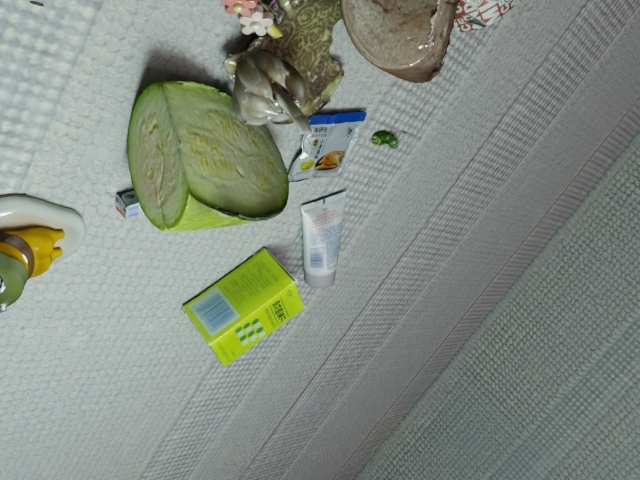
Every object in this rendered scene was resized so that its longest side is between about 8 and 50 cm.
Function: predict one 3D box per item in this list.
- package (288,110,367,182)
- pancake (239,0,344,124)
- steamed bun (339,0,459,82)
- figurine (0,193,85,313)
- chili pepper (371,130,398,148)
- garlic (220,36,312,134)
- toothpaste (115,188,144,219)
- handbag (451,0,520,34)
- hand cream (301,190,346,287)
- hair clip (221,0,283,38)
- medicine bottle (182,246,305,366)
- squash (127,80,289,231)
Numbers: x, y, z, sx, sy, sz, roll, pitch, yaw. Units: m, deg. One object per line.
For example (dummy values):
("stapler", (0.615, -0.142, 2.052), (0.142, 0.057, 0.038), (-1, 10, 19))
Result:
("package", (0.012, -0.202, 1.404), (0.171, 0.027, 0.173), (-13, 141, -40))
("pancake", (-0.029, -0.347, 1.185), (0.286, 0.033, 0.288), (-44, 149, -1))
("steamed bun", (0.135, -0.430, 1.096), (0.251, 0.199, 0.301), (-41, 144, -71))
("figurine", (-0.473, 0.031, 1.030), (0.250, 0.141, 0.166), (-13, 136, -40))
("chili pepper", (0.151, -0.237, 1.523), (0.030, 0.034, 0.091), (-25, 166, 40))
("garlic", (-0.068, -0.236, 1.076), (0.131, 0.194, 0.127), (-35, 152, -20))
("toothpaste", (-0.276, -0.089, 1.196), (0.196, 0.047, 0.040), (-22, 139, -31))
("handbag", (0.328, -0.550, 1.250), (0.298, 0.151, 0.171), (-38, 143, 6))
("hand cream", (0.000, 0.000, 1.598), (0.133, 0.083, 0.247), (-21, 131, -34))
("hair clip", (-0.118, -0.359, 0.981), (0.062, 0.056, 0.214), (-9, 169, 26))
("medicine bottle", (-0.176, 0.154, 1.510), (0.250, 0.141, 0.137), (-35, 145, -13))
("squash", (-0.148, -0.134, 1.116), (0.309, 0.233, 0.210), (-8, 166, -37))
